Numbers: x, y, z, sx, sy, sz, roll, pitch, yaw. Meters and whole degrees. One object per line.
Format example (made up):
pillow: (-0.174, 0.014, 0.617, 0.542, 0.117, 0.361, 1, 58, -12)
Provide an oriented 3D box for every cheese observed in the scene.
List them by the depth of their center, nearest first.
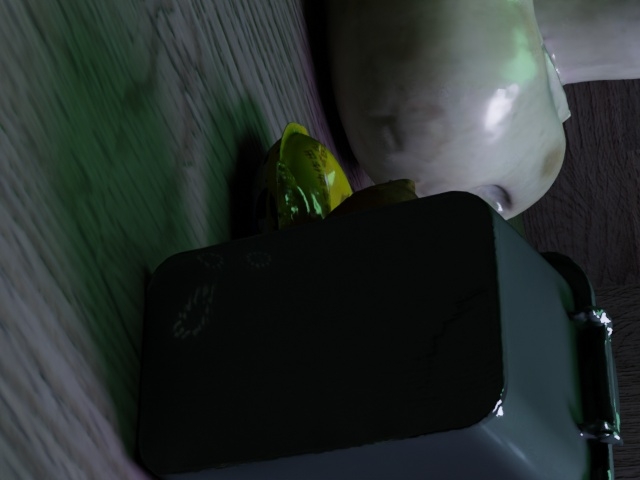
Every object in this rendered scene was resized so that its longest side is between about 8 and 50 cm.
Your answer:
cheese: (0.000, 0.000, 1.085, 0.250, 0.064, 0.156, 35, 51, -71)

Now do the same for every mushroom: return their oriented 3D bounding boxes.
mushroom: (0.140, -0.203, 1.362, 0.325, 0.353, 0.353, 38, 37, -28)

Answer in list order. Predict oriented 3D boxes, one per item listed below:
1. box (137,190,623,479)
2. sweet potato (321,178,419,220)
box: (0.024, 0.072, 0.788, 0.135, 0.243, 0.163, 45, 40, -54)
sweet potato: (-0.005, 0.132, 0.921, 0.109, 0.109, 0.385, 60, 42, -63)
